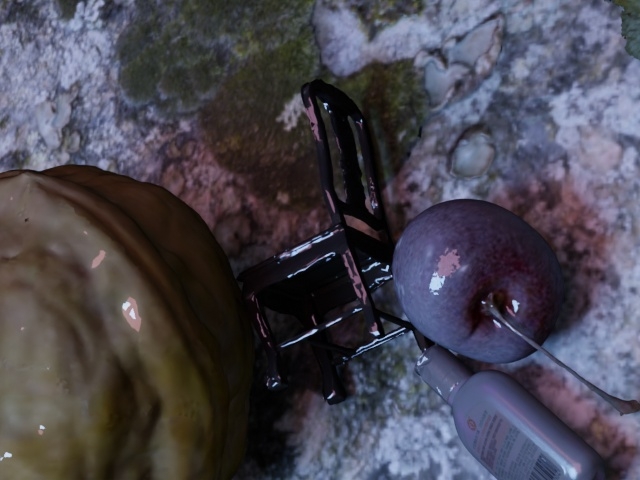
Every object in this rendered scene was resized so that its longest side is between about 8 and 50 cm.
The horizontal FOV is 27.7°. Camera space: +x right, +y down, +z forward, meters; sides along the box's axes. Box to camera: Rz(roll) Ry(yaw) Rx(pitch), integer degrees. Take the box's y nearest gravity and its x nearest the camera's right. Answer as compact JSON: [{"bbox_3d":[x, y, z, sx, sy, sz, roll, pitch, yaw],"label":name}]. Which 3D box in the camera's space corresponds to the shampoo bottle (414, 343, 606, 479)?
[{"bbox_3d":[0.133,0.136,0.943,0.165,0.040,0.080,43,139,35],"label":"shampoo bottle"}]

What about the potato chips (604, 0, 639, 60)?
[{"bbox_3d":[0.270,-0.201,0.913,0.167,0.059,0.228,-43,54,15],"label":"potato chips"}]

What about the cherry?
[{"bbox_3d":[0.132,0.045,0.954,0.148,0.188,0.115,-22,40,56],"label":"cherry"}]

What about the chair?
[{"bbox_3d":[0.000,0.000,1.034,0.113,0.106,0.229,-27,65,21],"label":"chair"}]

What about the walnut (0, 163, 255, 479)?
[{"bbox_3d":[-0.196,0.100,1.009,0.306,0.306,0.343,21,132,37],"label":"walnut"}]
